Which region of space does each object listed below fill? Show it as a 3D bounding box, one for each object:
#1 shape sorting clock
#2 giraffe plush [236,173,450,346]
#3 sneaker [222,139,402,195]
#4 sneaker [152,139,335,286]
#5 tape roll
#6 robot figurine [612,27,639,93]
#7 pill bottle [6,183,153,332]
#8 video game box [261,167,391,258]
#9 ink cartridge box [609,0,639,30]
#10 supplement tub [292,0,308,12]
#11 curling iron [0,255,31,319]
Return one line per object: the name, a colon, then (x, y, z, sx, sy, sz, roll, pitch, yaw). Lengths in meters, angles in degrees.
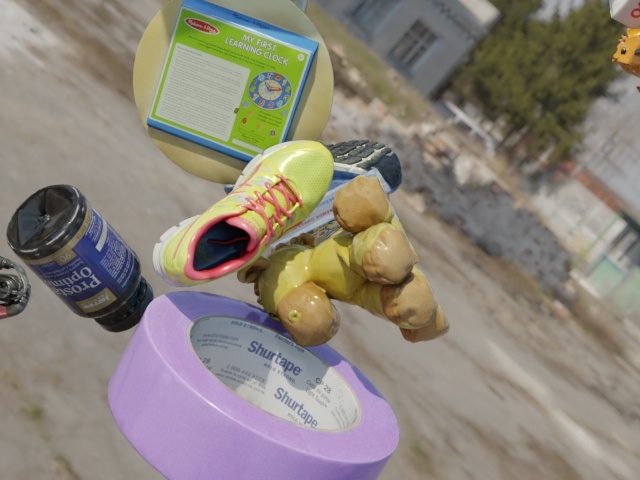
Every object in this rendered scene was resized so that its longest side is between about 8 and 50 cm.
shape sorting clock: (-0.088, -0.159, 1.330, 0.206, 0.206, 0.040, 41, 19, -3)
giraffe plush: (0.011, 0.034, 1.328, 0.181, 0.170, 0.210, 61, 5, -32)
sneaker: (-0.004, -0.065, 2.021, 0.130, 0.330, 0.147, -25, 103, -46)
sneaker: (-0.063, -0.020, 1.274, 0.081, 0.208, 0.094, 52, -11, -15)
tape roll: (-0.063, 0.161, 1.275, 0.275, 0.090, 0.275, 25, 18, -9)
robot figurine: (0.597, -0.250, 1.961, 0.291, 0.085, 0.211, 9, -17, 37)
pill bottle: (-0.326, 0.031, 1.831, 0.123, 0.123, 0.219, 50, -3, 47)
video game box: (0.000, 0.000, 1.825, 0.048, 0.187, 0.205, 56, -17, 20)
ink cartridge box: (0.609, -0.383, 2.023, 0.273, 0.198, 0.115, 23, 44, -15)
supplement tub: (-0.097, -0.238, 1.493, 0.144, 0.144, 0.200, 38, 40, -23)
curling iron: (-0.428, 0.080, 1.427, 0.035, 0.274, 0.068, 39, 37, -57)
